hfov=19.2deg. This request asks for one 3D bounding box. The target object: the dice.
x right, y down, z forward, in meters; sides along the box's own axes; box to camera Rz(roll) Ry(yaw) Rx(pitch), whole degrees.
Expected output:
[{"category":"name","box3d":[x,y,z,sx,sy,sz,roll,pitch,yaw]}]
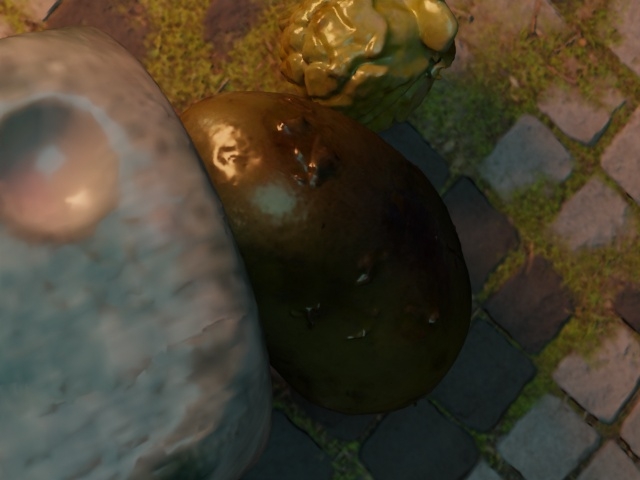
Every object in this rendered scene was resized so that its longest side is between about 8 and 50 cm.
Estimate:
[{"category":"dice","box3d":[-0.251,0.062,1.281,0.348,0.328,0.330,-21,91,-19]}]

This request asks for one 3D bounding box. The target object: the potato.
[{"category":"potato","box3d":[0.000,0.000,1.424,0.307,0.173,0.210,42,48,-41]}]

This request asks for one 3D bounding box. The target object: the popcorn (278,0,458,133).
[{"category":"popcorn","box3d":[0.036,-0.148,1.505,0.135,0.162,0.141,-57,146,-46]}]
